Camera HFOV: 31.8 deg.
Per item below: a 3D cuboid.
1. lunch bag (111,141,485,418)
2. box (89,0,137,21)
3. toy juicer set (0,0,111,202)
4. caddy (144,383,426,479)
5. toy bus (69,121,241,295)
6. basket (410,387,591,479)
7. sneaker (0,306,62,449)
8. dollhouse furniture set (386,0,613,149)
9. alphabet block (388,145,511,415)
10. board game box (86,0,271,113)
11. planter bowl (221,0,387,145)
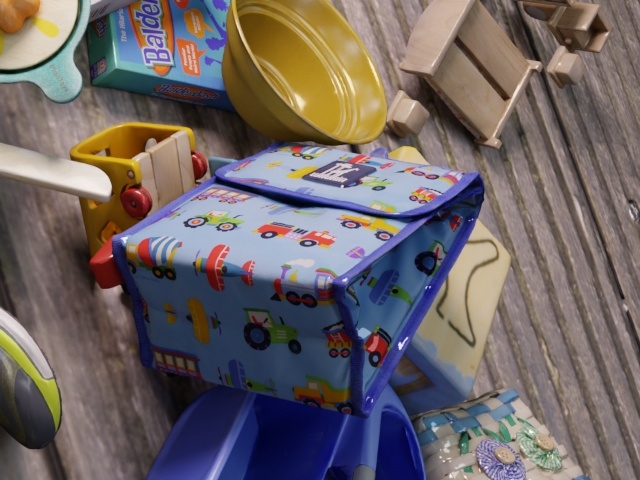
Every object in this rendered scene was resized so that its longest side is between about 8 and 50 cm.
[{"bbox_3d":[0.000,0.000,0.997,0.293,0.220,0.138,-47,137,-47],"label":"lunch bag"},{"bbox_3d":[-0.266,-0.370,1.082,0.232,0.058,0.322,-35,94,-38],"label":"box"},{"bbox_3d":[-0.292,-0.187,0.927,0.209,0.089,0.329,-6,82,-3],"label":"toy juicer set"},{"bbox_3d":[-0.027,0.255,1.012,0.241,0.179,0.341,46,46,-23],"label":"caddy"},{"bbox_3d":[-0.164,-0.009,1.037,0.191,0.104,0.202,41,62,-57],"label":"toy bus"},{"bbox_3d":[0.176,0.314,1.175,0.254,0.201,0.289,-8,69,-48],"label":"basket"},{"bbox_3d":[-0.329,0.075,0.850,0.300,0.111,0.121,41,58,-18],"label":"sneaker"},{"bbox_3d":[0.211,-0.249,1.581,0.303,0.173,0.356,39,77,-44],"label":"dollhouse furniture set"},{"bbox_3d":[0.057,0.054,1.174,0.192,0.193,0.197,47,45,-23],"label":"alphabet block"},{"bbox_3d":[-0.150,-0.227,1.192,0.210,0.047,0.160,5,70,-44],"label":"board game box"},{"bbox_3d":[-0.036,-0.170,1.168,0.217,0.090,0.217,31,41,-31],"label":"planter bowl"}]
